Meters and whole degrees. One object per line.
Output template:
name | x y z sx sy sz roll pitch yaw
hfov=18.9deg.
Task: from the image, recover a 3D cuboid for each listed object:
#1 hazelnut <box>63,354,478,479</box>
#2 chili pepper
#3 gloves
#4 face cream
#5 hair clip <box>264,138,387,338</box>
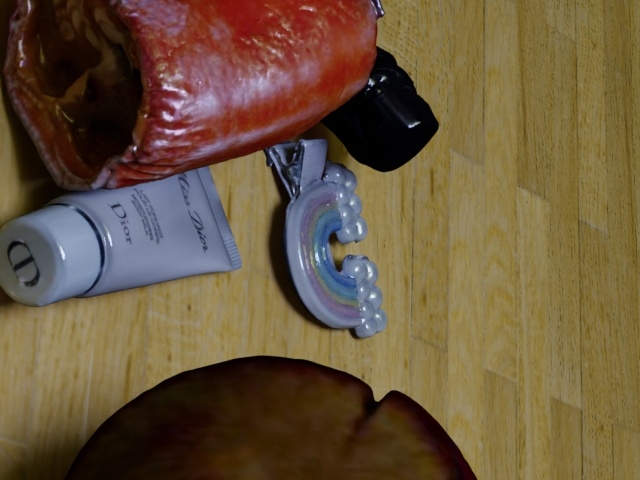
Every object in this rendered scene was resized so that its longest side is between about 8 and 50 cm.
hazelnut | -0.057 0.301 1.567 0.402 0.402 0.429 42 33 -31
chili pepper | -0.127 -0.188 1.766 0.305 0.229 0.251 -20 76 -47
gloves | 0.021 -0.159 1.986 0.124 0.164 0.203 -36 76 -8
face cream | -0.178 -0.009 1.768 0.314 0.089 0.143 -22 90 -61
hair clip | 0.000 0.000 1.989 0.140 0.054 0.220 -12 88 -56
